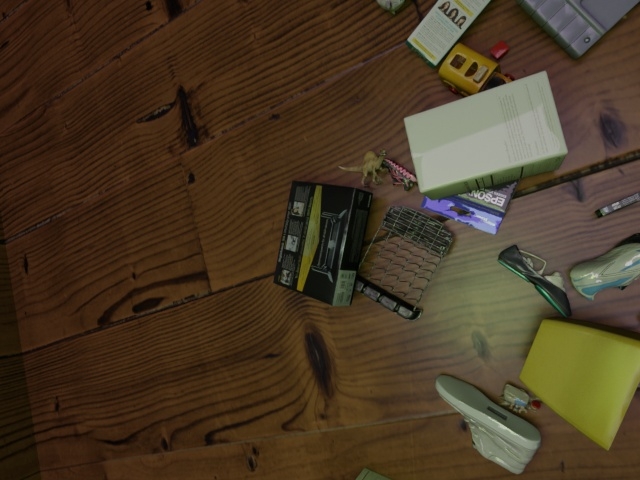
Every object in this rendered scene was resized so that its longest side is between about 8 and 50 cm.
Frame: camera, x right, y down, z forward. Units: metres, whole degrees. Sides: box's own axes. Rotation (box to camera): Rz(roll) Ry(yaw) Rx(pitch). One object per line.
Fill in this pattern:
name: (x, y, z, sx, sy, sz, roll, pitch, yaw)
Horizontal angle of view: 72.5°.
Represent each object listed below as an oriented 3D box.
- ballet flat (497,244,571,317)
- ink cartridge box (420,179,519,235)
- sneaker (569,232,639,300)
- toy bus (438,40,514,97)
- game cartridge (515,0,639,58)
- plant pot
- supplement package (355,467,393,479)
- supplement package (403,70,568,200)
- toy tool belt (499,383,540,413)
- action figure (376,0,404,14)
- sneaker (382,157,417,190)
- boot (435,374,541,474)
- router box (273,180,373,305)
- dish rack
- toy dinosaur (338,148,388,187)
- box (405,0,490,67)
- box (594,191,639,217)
ballet flat: (0.507, 0.084, 1.005, 0.203, 0.074, 0.074, 45, 106, 23)
ink cartridge box: (0.377, -0.145, 1.086, 0.206, 0.045, 0.208, 23, 99, 23)
sneaker: (0.663, 0.050, 0.935, 0.237, 0.085, 0.086, -29, 103, 18)
toy bus: (0.387, -0.389, 1.056, 0.202, 0.104, 0.191, -9, 85, 25)
game cartridge: (0.628, -0.614, 0.946, 0.230, 0.068, 0.355, 44, 107, -2)
plant pot: (0.547, 0.266, 0.914, 0.187, 0.212, 0.212, 23, 98, 36)
supplement package: (0.188, 0.708, 1.092, 0.244, 0.139, 0.134, 13, 92, 25)
supplement package: (0.360, -0.216, 0.975, 0.292, 0.175, 0.178, -13, 83, 22)
toy tool belt: (0.469, 0.380, 1.029, 0.083, 0.052, 0.051, 26, 137, 27)
action figure: (0.237, -0.767, 1.144, 0.341, 0.178, 0.330, 12, 101, -5)
sneaker: (0.202, -0.177, 1.172, 0.119, 0.047, 0.057, 41, 116, 22)
boot: (0.376, 0.442, 1.042, 0.258, 0.095, 0.123, 29, 116, 35)
router box: (0.000, 0.000, 1.198, 0.242, 0.081, 0.309, 15, 95, 43)
dish rack: (0.213, 0.054, 1.143, 0.208, 0.074, 0.272, 29, 98, 22)
toy dinosaur: (0.133, -0.196, 1.197, 0.183, 0.053, 0.093, -15, 88, 52)
box: (0.332, -0.568, 1.092, 0.100, 0.060, 0.244, 39, 106, -7)
box: (0.647, -0.076, 0.945, 0.083, 0.067, 0.018, -27, 77, 22)
